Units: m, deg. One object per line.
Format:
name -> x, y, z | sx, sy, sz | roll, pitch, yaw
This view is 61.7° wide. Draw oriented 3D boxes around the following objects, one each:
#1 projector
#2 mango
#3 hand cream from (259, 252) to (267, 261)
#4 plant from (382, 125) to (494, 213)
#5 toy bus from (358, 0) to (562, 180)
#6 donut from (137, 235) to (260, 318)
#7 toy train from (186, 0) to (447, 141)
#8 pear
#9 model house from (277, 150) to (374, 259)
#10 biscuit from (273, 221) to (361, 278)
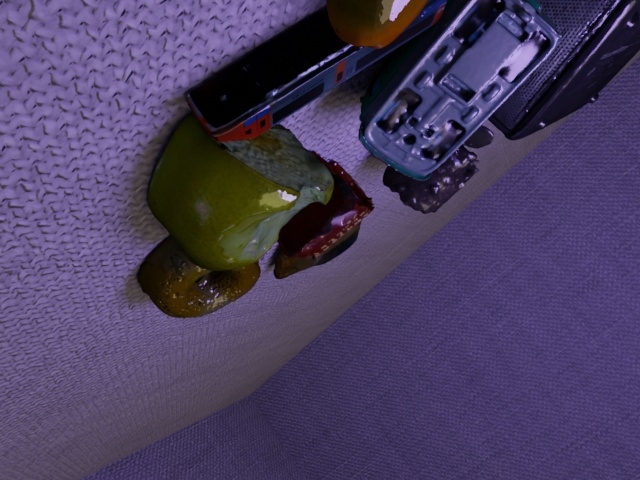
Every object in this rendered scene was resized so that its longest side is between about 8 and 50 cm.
projector -> 0.576, -0.468, 1.212 | 0.395, 0.242, 0.405 | -26, 159, -36
mango -> 0.108, -0.367, 0.637 | 0.146, 0.129, 0.289 | 13, 127, -48
hand cream -> -0.187, 0.029, 1.279 | 0.084, 0.053, 0.142 | -47, 148, 24
plant -> 0.288, -0.212, 1.307 | 0.189, 0.199, 0.276 | -13, 141, -53
toy bus -> 0.220, -0.299, 0.945 | 0.343, 0.184, 0.199 | -47, -155, 30
donut -> -0.237, 0.068, 1.115 | 0.272, 0.107, 0.272 | -31, 156, -15
toy train -> 0.001, -0.265, 0.773 | 0.410, 0.086, 0.089 | -36, 166, -11
pear -> -0.147, -0.051, 0.892 | 0.282, 0.176, 0.286 | -44, 163, 26
model house -> 0.005, -0.070, 1.212 | 0.196, 0.160, 0.254 | -42, 166, 13
biscuit -> 0.000, 0.000, 1.556 | 0.335, 0.078, 0.329 | -43, 160, 8
